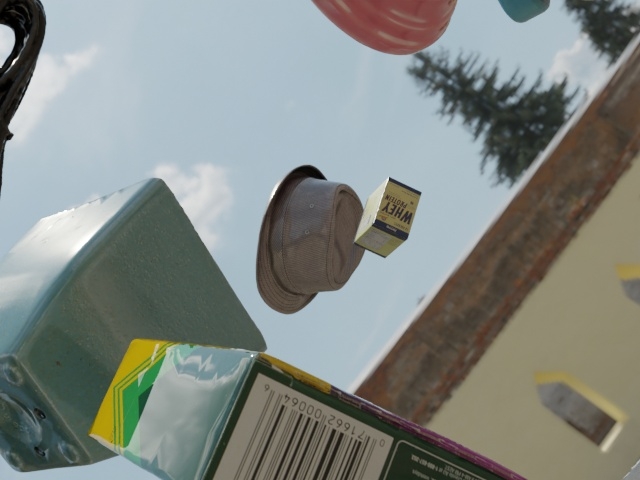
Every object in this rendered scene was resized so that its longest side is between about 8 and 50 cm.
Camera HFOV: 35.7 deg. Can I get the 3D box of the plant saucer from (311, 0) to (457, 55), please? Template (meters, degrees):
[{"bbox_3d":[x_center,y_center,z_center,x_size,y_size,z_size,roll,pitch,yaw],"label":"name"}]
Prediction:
[{"bbox_3d":[0.073,-0.401,1.255,0.084,0.332,0.332,-25,6,42],"label":"plant saucer"}]

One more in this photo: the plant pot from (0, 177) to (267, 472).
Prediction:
[{"bbox_3d":[-0.262,0.120,1.111,0.247,0.247,0.252,-15,24,38],"label":"plant pot"}]

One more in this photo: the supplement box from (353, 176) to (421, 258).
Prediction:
[{"bbox_3d":[0.097,-0.033,1.447,0.083,0.056,0.083,-46,22,62],"label":"supplement box"}]

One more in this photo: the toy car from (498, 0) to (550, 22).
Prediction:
[{"bbox_3d":[0.231,-0.366,0.994,0.219,0.210,0.238,-22,-17,31],"label":"toy car"}]

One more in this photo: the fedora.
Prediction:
[{"bbox_3d":[0.000,0.000,1.783,0.243,0.124,0.276,41,-122,-51],"label":"fedora"}]

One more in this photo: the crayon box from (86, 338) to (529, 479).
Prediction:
[{"bbox_3d":[0.026,0.199,0.790,0.313,0.362,0.106,-10,54,65],"label":"crayon box"}]

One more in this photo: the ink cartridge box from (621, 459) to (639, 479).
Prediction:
[{"bbox_3d":[0.395,0.285,0.996,0.255,0.188,0.097,-46,-29,-7],"label":"ink cartridge box"}]

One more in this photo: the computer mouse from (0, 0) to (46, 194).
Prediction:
[{"bbox_3d":[-0.240,-0.116,0.442,0.060,0.262,0.184,-30,40,46],"label":"computer mouse"}]
